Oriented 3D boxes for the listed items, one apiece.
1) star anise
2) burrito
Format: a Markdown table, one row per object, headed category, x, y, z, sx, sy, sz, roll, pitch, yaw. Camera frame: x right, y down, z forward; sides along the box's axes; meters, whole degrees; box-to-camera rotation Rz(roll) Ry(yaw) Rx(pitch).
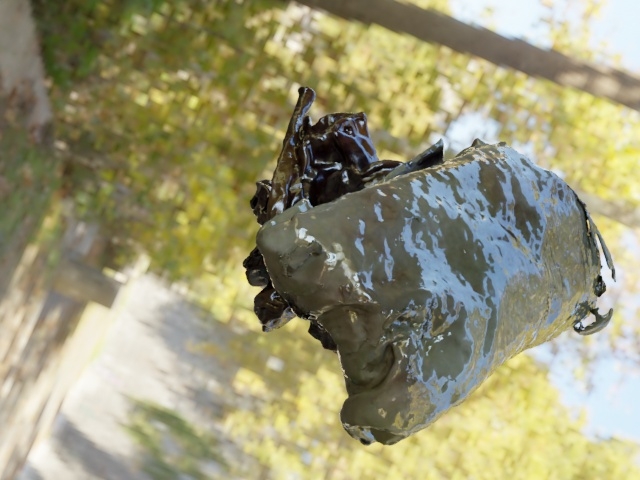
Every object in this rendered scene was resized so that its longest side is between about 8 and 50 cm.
| category | x | y | z | sx | sy | sz | roll | pitch | yaw |
| --- | --- | --- | --- | --- | --- | --- | --- | --- | --- |
| star anise | 0.000 | 0.000 | 1.244 | 0.220 | 0.126 | 0.190 | 42 | -53 | 43 |
| burrito | 0.094 | 0.018 | 0.997 | 0.107 | 0.175 | 0.347 | -10 | -176 | 37 |
